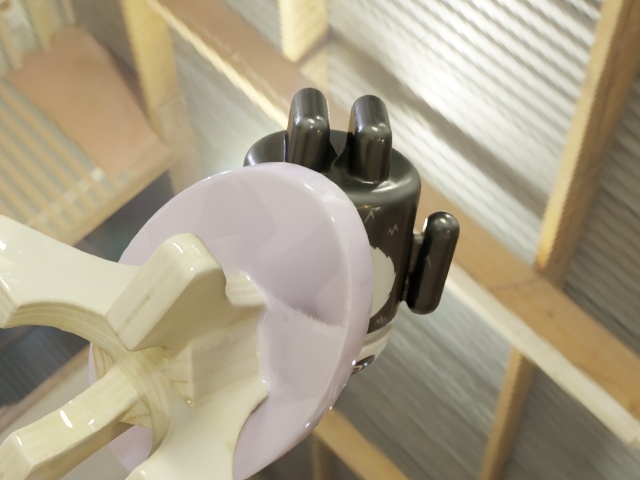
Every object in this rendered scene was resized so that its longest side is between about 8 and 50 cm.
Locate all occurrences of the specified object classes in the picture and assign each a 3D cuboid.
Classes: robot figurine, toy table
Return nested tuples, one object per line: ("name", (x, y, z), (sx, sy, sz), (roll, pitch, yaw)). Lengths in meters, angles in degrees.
("robot figurine", (0.002, 0.001, 1.151), (0.209, 0.173, 0.278), (26, -59, 30))
("toy table", (-0.101, 0.077, 0.745), (0.252, 0.161, 0.274), (40, -59, 21))
